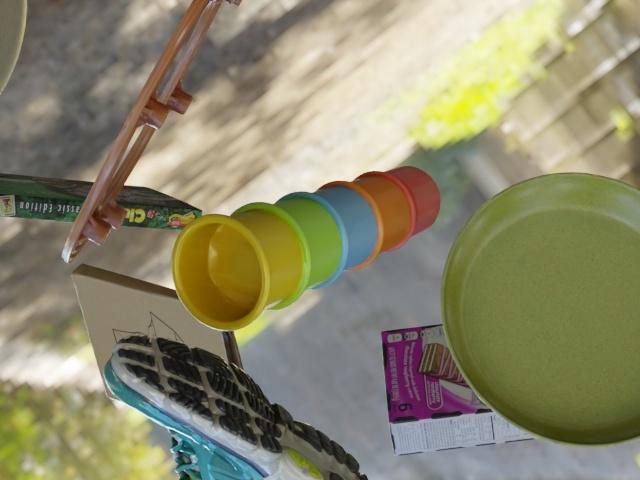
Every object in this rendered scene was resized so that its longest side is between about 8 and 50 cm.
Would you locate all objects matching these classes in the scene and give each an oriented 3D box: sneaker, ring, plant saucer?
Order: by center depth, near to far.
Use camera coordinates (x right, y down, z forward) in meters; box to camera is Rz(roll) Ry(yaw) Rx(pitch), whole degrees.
[{"bbox_3d":[-0.073,0.178,1.568,0.110,0.275,0.107,-42,-152,14],"label":"sneaker"},{"bbox_3d":[0.217,0.061,1.667,0.241,0.241,0.037,-37,170,-16],"label":"plant saucer"},{"bbox_3d":[-0.141,-0.123,1.788,0.336,0.032,0.336,-60,-177,6],"label":"ring"}]

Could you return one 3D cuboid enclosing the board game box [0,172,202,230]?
[{"bbox_3d":[-0.268,-0.043,2.058,0.260,0.030,0.136,5,-168,-31],"label":"board game box"}]

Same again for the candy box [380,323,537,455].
[{"bbox_3d":[0.198,0.178,2.485,0.233,0.071,0.159,-7,-135,3],"label":"candy box"}]

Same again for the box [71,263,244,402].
[{"bbox_3d":[-0.159,0.114,2.001,0.201,0.164,0.021,14,-140,37],"label":"box"}]

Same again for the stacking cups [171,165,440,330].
[{"bbox_3d":[0.000,0.000,1.673,0.096,0.096,0.316,-39,169,31],"label":"stacking cups"}]

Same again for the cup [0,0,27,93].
[{"bbox_3d":[-0.521,-0.250,2.494,0.331,0.331,0.237,-38,-140,13],"label":"cup"}]
